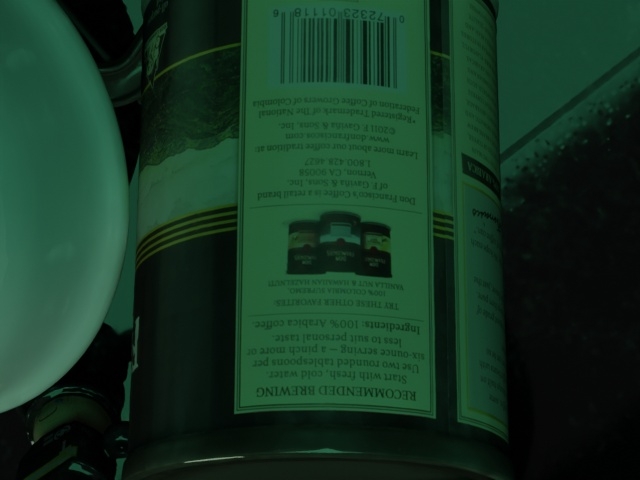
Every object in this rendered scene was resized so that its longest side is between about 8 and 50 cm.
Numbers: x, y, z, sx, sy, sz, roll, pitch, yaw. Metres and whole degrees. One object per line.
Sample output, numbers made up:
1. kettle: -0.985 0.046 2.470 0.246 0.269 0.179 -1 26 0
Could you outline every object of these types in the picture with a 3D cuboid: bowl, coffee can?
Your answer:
1. bowl: -0.260 -0.024 0.997 0.297 0.134 0.298 7 108 24
2. coffee can: 0.000 0.000 0.989 0.201 0.201 0.275 2 72 -4

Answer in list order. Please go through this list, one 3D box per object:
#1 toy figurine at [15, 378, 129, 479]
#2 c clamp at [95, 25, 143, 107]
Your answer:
1. toy figurine: -0.096 0.201 1.135 0.213 0.148 0.210 6 111 -7
2. c clamp: -0.138 -0.150 1.090 0.137 0.022 0.161 39 99 -14
